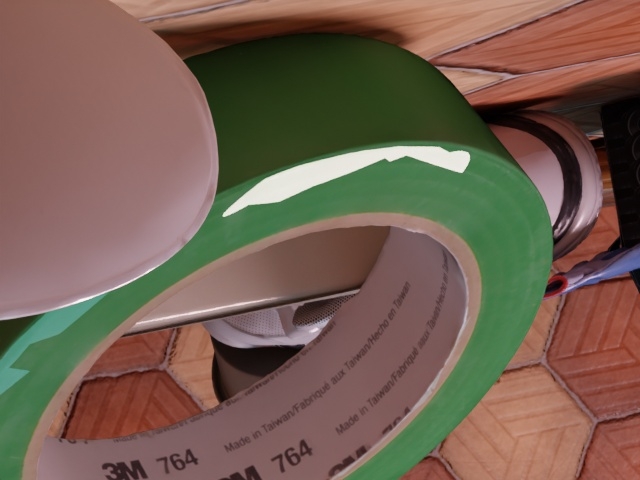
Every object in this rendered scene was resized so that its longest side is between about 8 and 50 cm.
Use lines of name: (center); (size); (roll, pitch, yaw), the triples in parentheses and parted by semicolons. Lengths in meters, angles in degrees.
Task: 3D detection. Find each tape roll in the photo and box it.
tape roll: (-0.044, 0.048, 0.842); (0.321, 0.077, 0.321); (-24, 146, -17)

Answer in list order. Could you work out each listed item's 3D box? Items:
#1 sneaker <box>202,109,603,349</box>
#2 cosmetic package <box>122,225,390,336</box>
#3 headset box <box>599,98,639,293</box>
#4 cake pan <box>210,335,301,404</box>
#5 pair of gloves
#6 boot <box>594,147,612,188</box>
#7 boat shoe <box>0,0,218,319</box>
sneaker: (0.000, 0.000, 1.251); (0.366, 0.137, 0.210); (-20, 171, 38)
cosmetic package: (-0.086, -0.007, 0.967); (0.309, 0.113, 0.160); (-8, 176, -34)
headset box: (0.365, -0.027, 1.388); (0.283, 0.131, 0.246); (-11, 157, 14)
cake pan: (0.031, 0.043, 1.464); (0.293, 0.054, 0.293); (-20, -147, 14)
pair of gloves: (0.137, 0.038, 1.244); (0.198, 0.023, 0.159); (-22, 175, 29)
boot: (0.377, -0.066, 1.696); (0.280, 0.096, 0.264); (-12, 177, 31)
boat shoe: (-0.180, -0.018, 0.492); (0.301, 0.108, 0.102); (-7, 175, -27)
